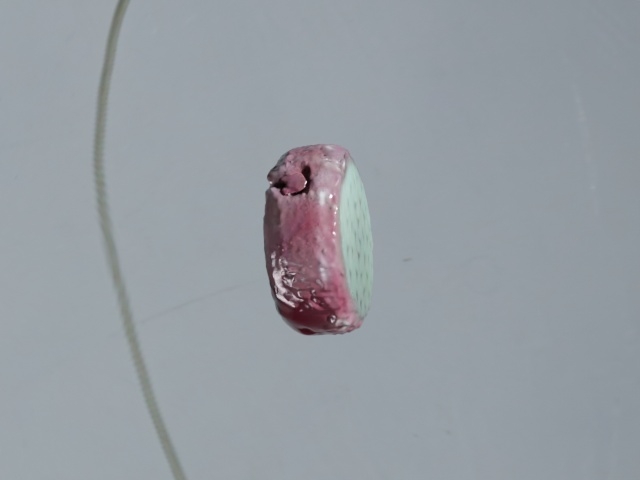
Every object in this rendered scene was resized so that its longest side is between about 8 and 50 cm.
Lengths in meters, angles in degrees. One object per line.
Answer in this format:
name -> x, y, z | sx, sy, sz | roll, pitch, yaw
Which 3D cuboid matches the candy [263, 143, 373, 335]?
candy -> 0.000, 0.000, 0.737 | 0.043, 0.103, 0.103 | -5, 89, 13
